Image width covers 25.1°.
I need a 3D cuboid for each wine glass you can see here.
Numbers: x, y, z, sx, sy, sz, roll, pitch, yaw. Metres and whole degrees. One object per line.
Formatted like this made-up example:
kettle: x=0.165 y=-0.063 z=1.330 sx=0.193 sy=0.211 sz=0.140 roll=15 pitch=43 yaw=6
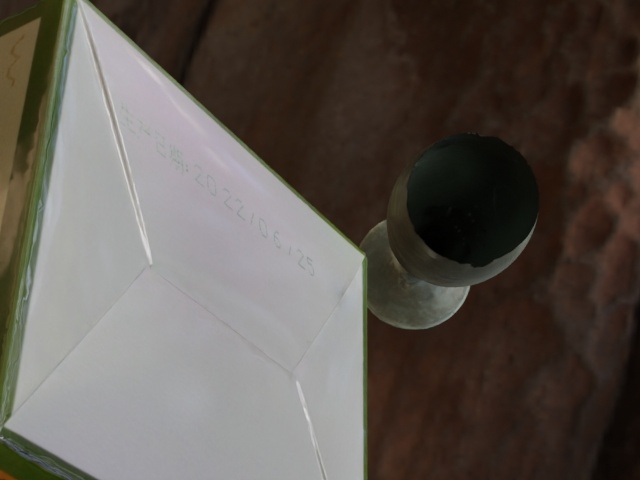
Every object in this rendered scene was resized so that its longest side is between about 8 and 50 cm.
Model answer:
wine glass: x=0.000 y=0.000 z=1.023 sx=0.309 sy=0.264 sz=0.096 roll=107 pitch=-17 yaw=-80

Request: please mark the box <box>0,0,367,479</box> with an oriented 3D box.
box: x=-0.092 y=0.051 z=0.534 sx=0.148 sy=0.195 sz=0.178 roll=-21 pitch=-131 yaw=27
